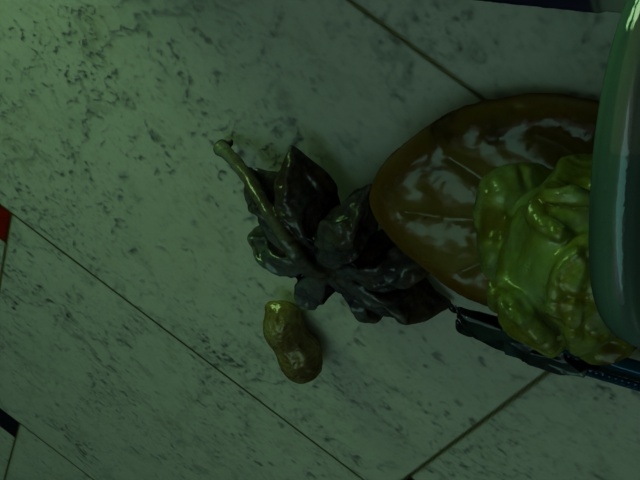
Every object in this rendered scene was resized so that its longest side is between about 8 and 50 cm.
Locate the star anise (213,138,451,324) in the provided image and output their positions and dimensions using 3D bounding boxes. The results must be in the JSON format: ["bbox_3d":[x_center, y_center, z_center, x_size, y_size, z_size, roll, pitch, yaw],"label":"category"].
[{"bbox_3d":[0.000,0.000,1.022,0.262,0.081,0.230,34,157,2],"label":"star anise"}]

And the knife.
[{"bbox_3d":[0.245,0.106,0.934,0.297,0.026,0.044,16,141,17],"label":"knife"}]

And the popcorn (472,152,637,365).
[{"bbox_3d":[0.175,0.012,0.746,0.135,0.141,0.162,-33,91,20],"label":"popcorn"}]

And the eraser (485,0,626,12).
[{"bbox_3d":[0.119,-0.203,0.672,0.210,0.068,0.124,13,137,32],"label":"eraser"}]

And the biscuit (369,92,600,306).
[{"bbox_3d":[0.154,-0.016,0.856,0.260,0.041,0.203,8,129,27],"label":"biscuit"}]

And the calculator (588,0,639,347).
[{"bbox_3d":[0.221,-0.041,0.650,0.041,0.185,0.298,27,132,46],"label":"calculator"}]

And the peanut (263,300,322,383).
[{"bbox_3d":[-0.029,0.106,1.206,0.054,0.054,0.113,7,136,38],"label":"peanut"}]
